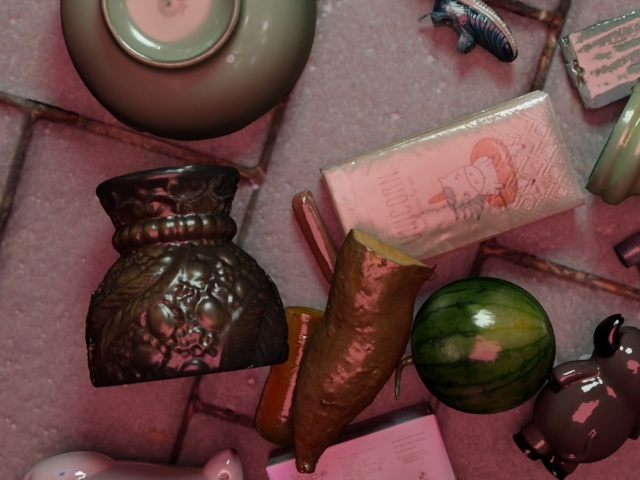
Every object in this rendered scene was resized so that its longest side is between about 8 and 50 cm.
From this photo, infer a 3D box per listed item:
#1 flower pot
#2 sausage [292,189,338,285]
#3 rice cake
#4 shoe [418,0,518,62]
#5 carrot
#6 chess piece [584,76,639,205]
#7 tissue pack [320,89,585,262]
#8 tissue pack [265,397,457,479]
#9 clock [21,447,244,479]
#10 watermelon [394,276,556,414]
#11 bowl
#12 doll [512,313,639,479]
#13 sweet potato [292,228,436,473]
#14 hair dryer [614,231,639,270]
[{"bbox_3d":[-0.185,0.046,1.465,0.267,0.266,0.267,-7,84,1],"label":"flower pot"},{"bbox_3d":[0.000,0.000,1.557,0.030,0.035,0.147,-22,94,35],"label":"sausage"},{"bbox_3d":[0.442,-0.260,1.525,0.211,0.038,0.124,-23,95,3],"label":"rice cake"},{"bbox_3d":[0.207,-0.287,1.514,0.143,0.064,0.071,37,93,0],"label":"shoe"},{"bbox_3d":[-0.033,0.189,1.550,0.087,0.087,0.193,18,92,-1],"label":"carrot"},{"bbox_3d":[0.513,-0.077,1.449,0.298,0.176,0.175,26,95,10],"label":"chess piece"},{"bbox_3d":[0.179,-0.074,1.528,0.326,0.071,0.170,-19,98,2],"label":"tissue pack"},{"bbox_3d":[0.061,0.331,1.553,0.246,0.092,0.148,-17,95,2],"label":"tissue pack"},{"bbox_3d":[-0.257,0.454,1.490,0.377,0.250,0.368,-16,95,3],"label":"clock"},{"bbox_3d":[0.205,0.142,1.492,0.215,0.188,0.188,-14,95,21],"label":"watermelon"},{"bbox_3d":[-0.183,-0.306,1.457,0.354,0.185,0.353,0,95,1],"label":"bowl"},{"bbox_3d":[0.389,0.215,1.525,0.182,0.117,0.257,36,98,-23],"label":"doll"},{"bbox_3d":[0.042,0.156,1.476,0.131,0.131,0.336,19,102,-1],"label":"sweet potato"},{"bbox_3d":[0.464,0.042,1.555,0.063,0.037,0.114,-29,101,2],"label":"hair dryer"}]
